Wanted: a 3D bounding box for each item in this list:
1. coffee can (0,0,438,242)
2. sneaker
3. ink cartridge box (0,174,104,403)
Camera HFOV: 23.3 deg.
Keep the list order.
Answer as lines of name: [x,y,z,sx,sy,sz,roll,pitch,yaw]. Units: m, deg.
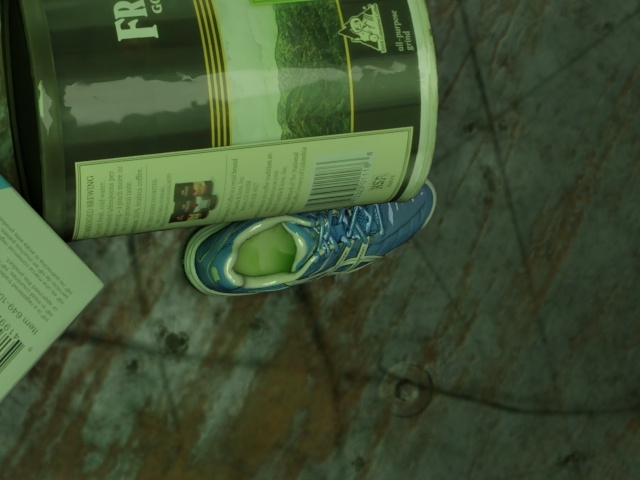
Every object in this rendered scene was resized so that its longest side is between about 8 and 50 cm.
coffee can: [-0.079,-0.110,1.116,0.275,0.201,0.201,-7,99,-16]
sneaker: [0.000,0.000,1.216,0.211,0.081,0.080,-21,101,-14]
ink cartridge box: [-0.329,0.064,1.021,0.198,0.197,0.270,49,61,-18]
